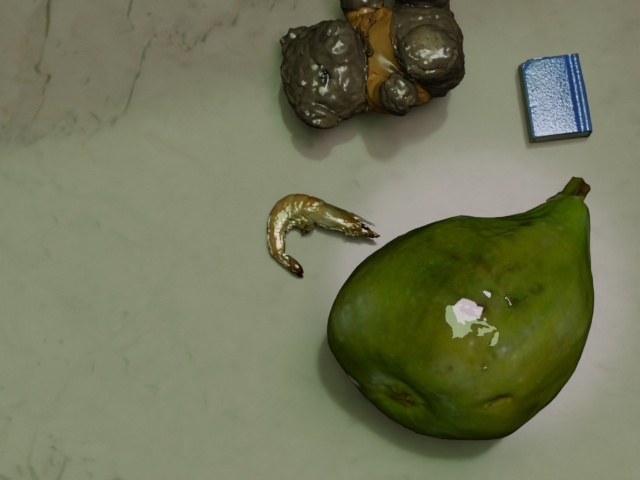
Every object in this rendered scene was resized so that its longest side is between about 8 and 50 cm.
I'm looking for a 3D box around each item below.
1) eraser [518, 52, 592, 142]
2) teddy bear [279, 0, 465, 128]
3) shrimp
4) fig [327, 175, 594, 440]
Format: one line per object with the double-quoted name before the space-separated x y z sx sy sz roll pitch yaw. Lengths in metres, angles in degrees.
"eraser" 0.241 -0.146 1.973 0.063 0.027 0.084 -8 79 -3
"teddy bear" 0.052 -0.184 1.930 0.190 0.140 0.177 -14 55 2
"shrimp" 0.000 0.000 1.936 0.114 0.023 0.083 16 81 6
"fig" 0.164 0.048 1.829 0.233 0.233 0.314 44 86 6
